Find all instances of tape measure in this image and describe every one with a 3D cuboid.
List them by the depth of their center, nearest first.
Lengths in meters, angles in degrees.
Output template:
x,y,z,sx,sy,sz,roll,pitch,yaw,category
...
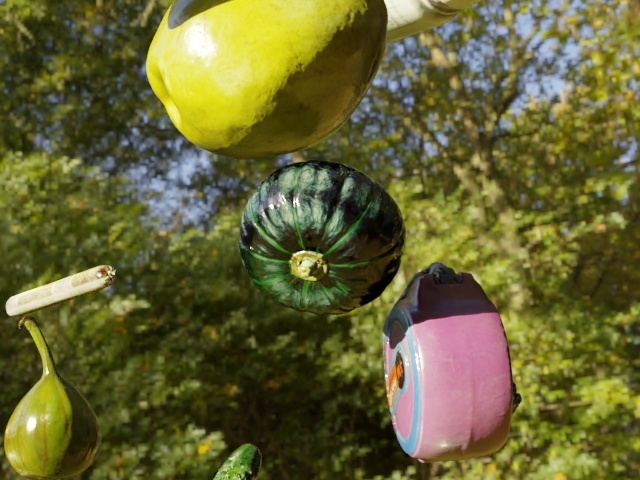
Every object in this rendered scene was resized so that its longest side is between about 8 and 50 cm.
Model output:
x,y,z,sx,sy,sz,roll,pitch,yaw,category
0.164,0.160,1.291,0.149,0.245,0.231,-2,-28,-9,tape measure

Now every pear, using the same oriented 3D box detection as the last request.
x,y,z,sx,sy,sz,roll,pitch,yaw,category
-0.062,-0.236,1.281,0.307,0.252,0.253,-27,-12,-22,pear

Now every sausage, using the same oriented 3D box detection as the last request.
x,y,z,sx,sy,sz,roll,pitch,yaw,category
-0.371,0.073,1.414,0.269,0.032,0.033,-17,-23,40,sausage

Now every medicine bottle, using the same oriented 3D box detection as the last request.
x,y,z,sx,sy,sz,roll,pitch,yaw,category
0.161,-0.450,1.758,0.170,0.170,0.293,11,-12,-38,medicine bottle

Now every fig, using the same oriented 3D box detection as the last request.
x,y,z,sx,sy,sz,roll,pitch,yaw,category
-0.423,0.252,1.602,0.152,0.259,0.151,0,-10,0,fig

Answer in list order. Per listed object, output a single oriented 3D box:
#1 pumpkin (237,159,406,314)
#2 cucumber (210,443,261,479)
x,y,z,sx,sy,sz,roll,pitch,yaw,category
0.000,0.000,1.175,0.202,0.140,0.201,5,-55,7,pumpkin
-0.161,0.426,1.658,0.069,0.227,0.069,16,-48,19,cucumber
